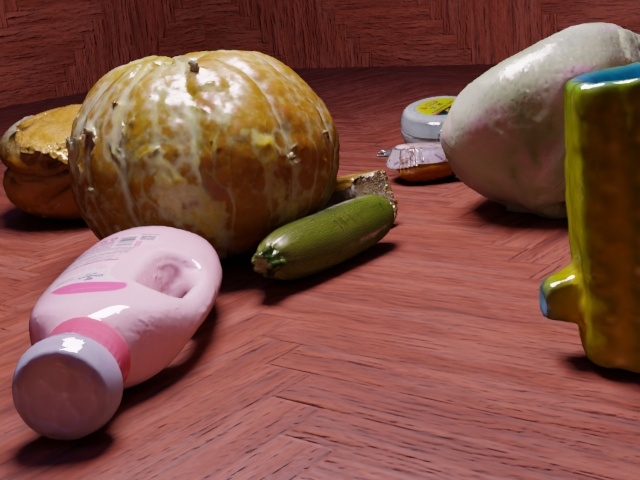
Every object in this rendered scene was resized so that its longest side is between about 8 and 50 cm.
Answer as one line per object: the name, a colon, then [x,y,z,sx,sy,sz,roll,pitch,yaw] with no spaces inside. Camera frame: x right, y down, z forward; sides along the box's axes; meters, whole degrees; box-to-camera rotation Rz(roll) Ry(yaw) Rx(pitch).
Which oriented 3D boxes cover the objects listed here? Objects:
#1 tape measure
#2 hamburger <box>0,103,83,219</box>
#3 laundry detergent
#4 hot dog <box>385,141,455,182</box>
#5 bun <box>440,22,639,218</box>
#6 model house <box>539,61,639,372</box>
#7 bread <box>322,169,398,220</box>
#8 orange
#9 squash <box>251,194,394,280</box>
tape measure: [0.171,-0.172,1.718,0.164,0.084,0.330,8,30,41]
hamburger: [-0.337,-0.121,1.509,0.319,0.158,0.318,-4,15,1]
laundry detergent: [-0.179,0.069,0.879,0.159,0.087,0.335,-4,16,3]
hot dog: [0.198,-0.126,1.541,0.191,0.059,0.108,-5,17,-10]
bun: [0.303,-0.125,1.242,0.293,0.187,0.293,-22,-20,-8]
model house: [0.322,-0.023,0.771,0.303,0.237,0.215,-6,13,4]
bread: [0.048,-0.048,1.277,0.083,0.076,0.070,-20,9,-43]
orange: [-0.138,-0.102,1.187,0.329,0.249,0.329,-10,17,3]
squash: [0.000,0.000,1.112,0.066,0.066,0.252,7,19,38]
